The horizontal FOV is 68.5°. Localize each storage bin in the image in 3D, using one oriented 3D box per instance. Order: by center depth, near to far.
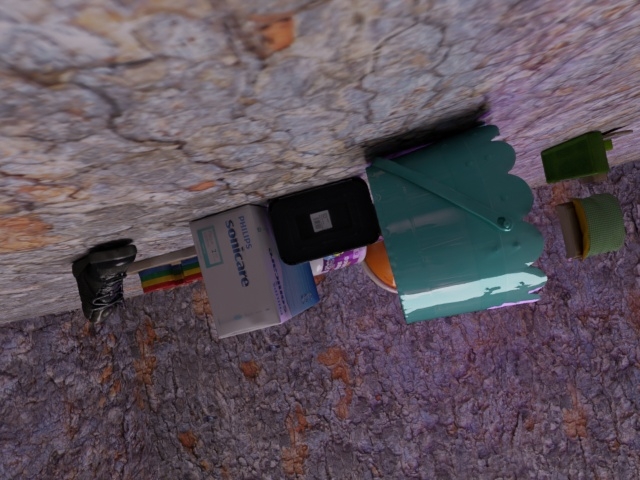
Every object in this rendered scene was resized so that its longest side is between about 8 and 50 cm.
[{"bbox_3d":[0.006,-0.032,0.851,0.180,0.122,0.084,-15,178,0],"label":"storage bin"}]

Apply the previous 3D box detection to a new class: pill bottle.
[{"bbox_3d":[0.011,0.040,1.795,0.301,0.169,0.169,-14,177,-27],"label":"pill bottle"}]

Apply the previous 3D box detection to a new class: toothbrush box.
[{"bbox_3d":[-0.116,0.054,0.945,0.126,0.216,0.295,-16,178,12],"label":"toothbrush box"}]

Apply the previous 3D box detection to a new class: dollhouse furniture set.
[{"bbox_3d":[0.701,-0.109,1.160,0.197,0.302,0.151,-11,179,-19],"label":"dollhouse furniture set"}]

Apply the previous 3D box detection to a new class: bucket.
[{"bbox_3d":[0.181,-0.017,0.685,0.183,0.281,0.281,-15,177,7],"label":"bucket"}]

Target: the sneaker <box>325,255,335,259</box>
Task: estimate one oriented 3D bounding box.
[{"bbox_3d":[0.000,0.000,1.394,0.091,0.126,0.240,-18,176,44],"label":"sneaker"}]

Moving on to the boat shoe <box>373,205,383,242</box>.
[{"bbox_3d":[0.230,-0.078,1.438,0.307,0.111,0.104,-26,-179,-41],"label":"boat shoe"}]

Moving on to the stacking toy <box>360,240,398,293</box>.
[{"bbox_3d":[0.396,-0.028,1.822,0.350,0.351,0.480,-13,161,-37],"label":"stacking toy"}]

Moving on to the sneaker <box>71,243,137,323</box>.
[{"bbox_3d":[-0.400,0.081,0.894,0.227,0.130,0.087,-21,176,43],"label":"sneaker"}]

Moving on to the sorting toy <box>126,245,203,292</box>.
[{"bbox_3d":[-0.391,0.083,1.352,0.255,0.089,0.257,-15,177,2],"label":"sorting toy"}]
